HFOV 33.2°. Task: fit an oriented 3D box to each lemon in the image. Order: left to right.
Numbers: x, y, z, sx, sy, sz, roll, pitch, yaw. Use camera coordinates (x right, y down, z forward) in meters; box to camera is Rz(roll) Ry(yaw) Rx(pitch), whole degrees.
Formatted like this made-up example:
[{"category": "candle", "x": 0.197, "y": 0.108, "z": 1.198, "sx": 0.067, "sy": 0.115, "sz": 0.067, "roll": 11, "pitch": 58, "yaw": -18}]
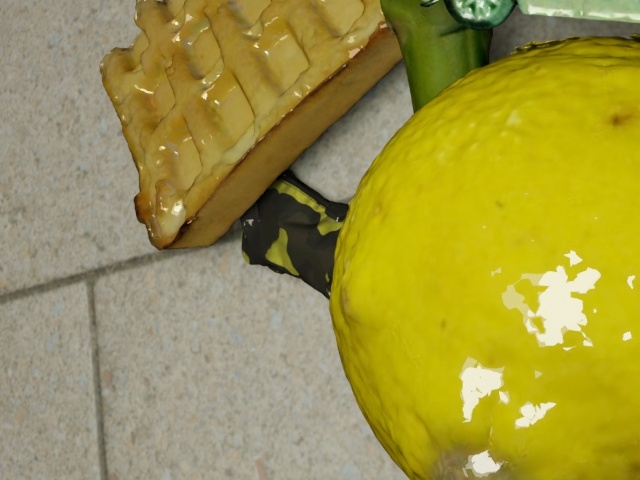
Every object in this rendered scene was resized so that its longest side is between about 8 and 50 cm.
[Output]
[{"category": "lemon", "x": 0.179, "y": 0.042, "z": 0.729, "sx": 0.350, "sy": 0.387, "sz": 0.350, "roll": 14, "pitch": 130, "yaw": 18}]

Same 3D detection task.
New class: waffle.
[{"category": "waffle", "x": -0.078, "y": -0.190, "z": 1.075, "sx": 0.348, "sy": 0.077, "sz": 0.304, "roll": -43, "pitch": 52, "yaw": 23}]

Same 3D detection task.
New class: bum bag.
[{"category": "bum bag", "x": 0.000, "y": 0.000, "z": 1.041, "sx": 0.232, "sy": 0.060, "sz": 0.106, "roll": 24, "pitch": 92, "yaw": 40}]

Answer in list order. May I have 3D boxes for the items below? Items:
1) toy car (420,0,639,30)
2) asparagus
[{"category": "toy car", "x": 0.195, "y": -0.195, "z": 0.706, "sx": 0.321, "sy": 0.141, "sz": 0.097, "roll": 9, "pitch": 124, "yaw": 22}, {"category": "asparagus", "x": 0.114, "y": -0.087, "z": 0.922, "sx": 0.082, "sy": 0.085, "sz": 0.343, "roll": -1, "pitch": 112, "yaw": 29}]
